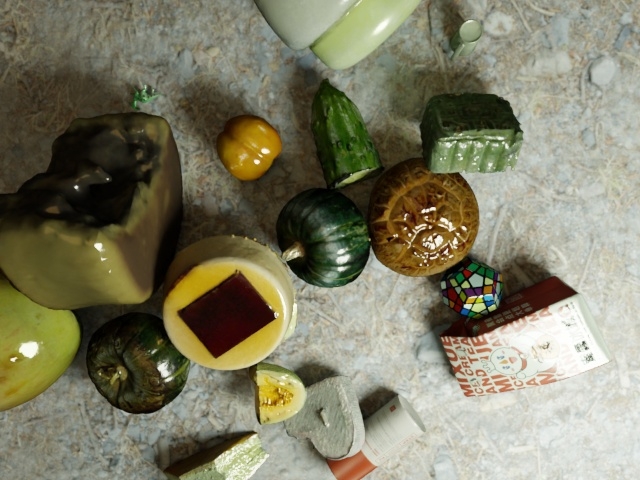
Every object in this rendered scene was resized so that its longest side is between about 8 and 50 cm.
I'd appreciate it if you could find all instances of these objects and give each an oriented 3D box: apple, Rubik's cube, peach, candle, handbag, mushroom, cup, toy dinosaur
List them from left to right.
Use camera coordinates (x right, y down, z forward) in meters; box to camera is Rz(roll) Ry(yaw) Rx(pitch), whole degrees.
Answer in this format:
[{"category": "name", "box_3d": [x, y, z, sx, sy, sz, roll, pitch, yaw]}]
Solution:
[{"category": "apple", "box_3d": [-0.685, 0.190, 1.053, 0.305, 0.338, 0.338, -30, 91, -8]}, {"category": "toy dinosaur", "box_3d": [-0.402, -0.323, 1.136, 0.083, 0.021, 0.062, 29, 103, 7]}, {"category": "peach", "box_3d": [-0.158, -0.202, 1.068, 0.138, 0.138, 0.138, 0, 94, 5]}, {"category": "candle", "box_3d": [0.016, 0.376, 1.092, 0.192, 0.068, 0.168, 22, 84, 32]}, {"category": "mushroom", "box_3d": [0.212, -0.046, 1.038, 0.254, 0.153, 0.252, 0, 95, -5]}, {"category": "cup", "box_3d": [0.295, -0.417, 1.031, 0.075, 0.083, 0.054, -29, 92, 8]}, {"category": "Rubik's cube", "box_3d": [0.319, 0.100, 1.045, 0.133, 0.133, 0.112, -39, 94, 7]}, {"category": "handbag", "box_3d": [0.412, 0.217, 1.035, 0.298, 0.151, 0.171, -28, 97, 10]}]

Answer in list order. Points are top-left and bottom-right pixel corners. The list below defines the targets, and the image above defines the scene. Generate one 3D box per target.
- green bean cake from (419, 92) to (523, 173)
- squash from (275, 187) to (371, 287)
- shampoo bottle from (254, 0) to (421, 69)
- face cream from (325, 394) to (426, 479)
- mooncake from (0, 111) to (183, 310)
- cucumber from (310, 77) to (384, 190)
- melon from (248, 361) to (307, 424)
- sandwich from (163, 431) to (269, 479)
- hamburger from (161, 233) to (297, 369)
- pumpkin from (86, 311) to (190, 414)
[{"category": "green bean cake", "box_3d": [0.297, -0.219, 0.993, 0.182, 0.173, 0.094, 2, 136, 4]}, {"category": "squash", "box_3d": [0.004, -0.003, 1.031, 0.218, 0.172, 0.218, 5, 99, 34]}, {"category": "shampoo bottle", "box_3d": [0.022, -0.514, 0.924, 0.322, 0.322, 0.317, -42, 111, 7]}, {"category": "face cream", "box_3d": [0.121, 0.446, 1.105, 0.214, 0.096, 0.095, -40, 90, 7]}, {"category": "mooncake", "box_3d": [-0.438, -0.063, 0.971, 0.247, 0.394, 0.392, -3, 93, 7]}, {"category": "cucumber", "box_3d": [0.041, -0.234, 1.057, 0.134, 0.134, 0.244, -19, 83, 6]}, {"category": "melon", "box_3d": [-0.092, 0.322, 1.084, 0.128, 0.079, 0.160, 2, 117, 2]}, {"category": "sandwich", "box_3d": [-0.251, 0.537, 1.152, 0.258, 0.096, 0.094, -28, 97, 9]}, {"category": "hamburger", "box_3d": [-0.195, 0.130, 1.057, 0.302, 0.170, 0.301, -1, 107, -4]}, {"category": "pumpkin", "box_3d": [-0.403, 0.272, 1.089, 0.238, 0.159, 0.237, 11, 113, 26]}]
